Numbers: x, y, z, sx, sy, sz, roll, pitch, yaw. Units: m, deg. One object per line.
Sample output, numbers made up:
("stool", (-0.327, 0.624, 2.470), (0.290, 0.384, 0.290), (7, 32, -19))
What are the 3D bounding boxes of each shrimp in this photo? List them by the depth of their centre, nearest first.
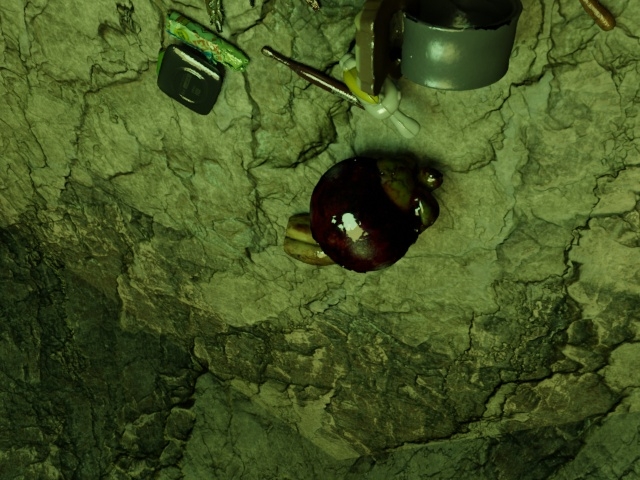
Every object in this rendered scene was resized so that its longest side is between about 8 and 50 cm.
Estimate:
("shrimp", (-0.260, -0.689, 1.494), (0.150, 0.051, 0.217), (9, 132, 5))

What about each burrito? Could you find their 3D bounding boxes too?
("burrito", (-0.352, -0.591, 1.625), (0.288, 0.054, 0.104), (29, 138, -5))

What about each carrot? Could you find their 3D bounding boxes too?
("carrot", (0.632, -0.552, 1.244), (0.165, 0.035, 0.036), (39, 135, -13))

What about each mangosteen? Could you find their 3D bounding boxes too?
("mangosteen", (0.166, -0.101, 1.691), (0.381, 0.421, 0.381), (52, 167, 17))

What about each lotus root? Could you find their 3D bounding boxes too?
("lotus root", (-0.003, 0.004, 1.978), (0.291, 0.193, 0.193), (8, 135, 17))

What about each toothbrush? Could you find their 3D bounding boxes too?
("toothbrush", (-0.014, -0.486, 1.592), (0.364, 0.040, 0.041), (27, 138, -2))

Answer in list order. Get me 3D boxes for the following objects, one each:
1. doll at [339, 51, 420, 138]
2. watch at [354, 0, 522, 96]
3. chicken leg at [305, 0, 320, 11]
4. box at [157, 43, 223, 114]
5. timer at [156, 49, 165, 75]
("doll", (0.156, -0.409, 1.466), (0.111, 0.252, 0.237), (-42, 147, 18))
("watch", (0.286, -0.475, 1.254), (0.327, 0.335, 0.314), (17, 138, 21))
("chicken leg", (-0.030, -0.657, 1.441), (0.036, 0.021, 0.083), (-13, 122, 45))
("box", (-0.416, -0.501, 1.684), (0.201, 0.042, 0.212), (26, 142, -16))
("timer", (-0.459, -0.546, 1.723), (0.140, 0.047, 0.128), (28, 139, -4))
